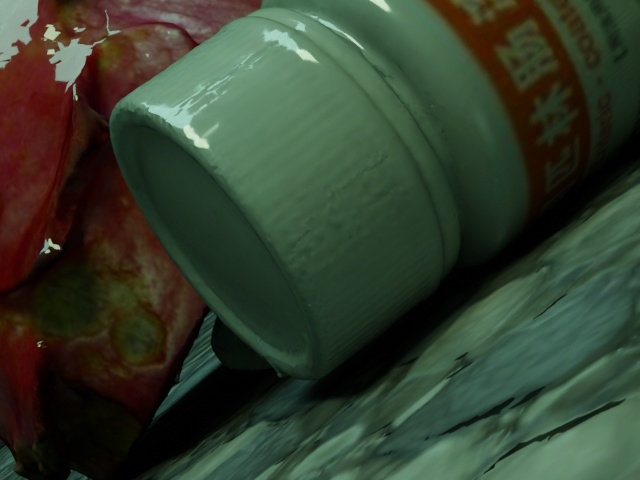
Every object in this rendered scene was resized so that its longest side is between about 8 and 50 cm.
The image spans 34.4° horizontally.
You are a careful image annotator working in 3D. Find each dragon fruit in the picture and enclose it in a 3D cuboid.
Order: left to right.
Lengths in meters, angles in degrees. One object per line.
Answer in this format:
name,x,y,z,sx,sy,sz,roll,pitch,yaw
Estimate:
dragon fruit,-0.137,-0.061,0.621,0.386,0.249,0.371,-63,10,12

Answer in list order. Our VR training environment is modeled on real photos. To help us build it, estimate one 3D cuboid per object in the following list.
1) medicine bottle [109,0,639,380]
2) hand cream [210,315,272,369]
medicine bottle,0.051,-0.068,0.416,0.252,0.144,0.144,-35,2,-18
hand cream,-0.015,0.023,0.665,0.079,0.048,0.255,-64,-2,13
